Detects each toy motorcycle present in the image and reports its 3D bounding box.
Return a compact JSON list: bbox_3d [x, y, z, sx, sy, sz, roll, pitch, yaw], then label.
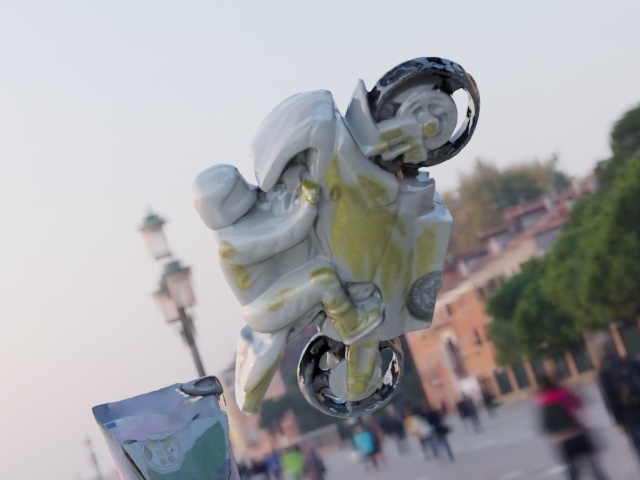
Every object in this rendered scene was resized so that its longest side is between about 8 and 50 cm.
[{"bbox_3d":[0.000,0.000,0.805,0.151,0.228,0.074,6,30,-17],"label":"toy motorcycle"}]

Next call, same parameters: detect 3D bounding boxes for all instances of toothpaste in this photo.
[{"bbox_3d":[-0.025,0.125,0.457,0.045,0.169,0.028,-14,-15,-25],"label":"toothpaste"}]
